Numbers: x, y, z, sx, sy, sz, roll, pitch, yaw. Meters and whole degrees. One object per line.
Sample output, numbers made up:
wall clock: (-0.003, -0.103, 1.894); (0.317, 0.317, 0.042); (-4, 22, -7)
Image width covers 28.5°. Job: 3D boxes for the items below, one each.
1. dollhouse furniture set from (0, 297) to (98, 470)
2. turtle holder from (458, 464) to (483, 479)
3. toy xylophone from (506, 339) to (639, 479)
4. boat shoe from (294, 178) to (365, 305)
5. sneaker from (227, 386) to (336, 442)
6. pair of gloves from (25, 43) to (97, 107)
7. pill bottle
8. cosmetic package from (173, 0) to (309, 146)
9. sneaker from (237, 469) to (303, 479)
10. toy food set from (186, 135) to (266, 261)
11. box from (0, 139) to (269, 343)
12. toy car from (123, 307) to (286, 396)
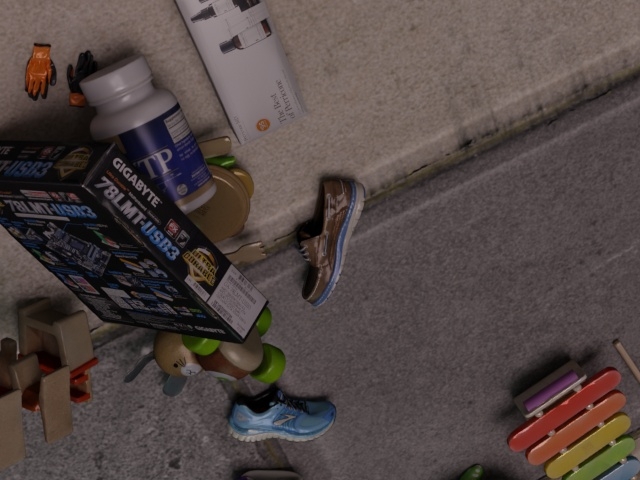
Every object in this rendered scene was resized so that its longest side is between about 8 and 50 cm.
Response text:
dollhouse furniture set: (-0.401, 0.182, 1.565); (0.259, 0.262, 0.135); (-27, 123, -49)
turtle holder: (0.239, 0.544, 2.015); (0.320, 0.227, 0.243); (-25, 126, -4)
toy xylophone: (0.439, 0.295, 2.023); (0.236, 0.081, 0.322); (-41, 125, 7)
boat shoe: (0.000, 0.000, 1.706); (0.066, 0.066, 0.183); (12, 105, -20)
sneaker: (-0.053, 0.250, 1.836); (0.162, 0.063, 0.073); (-3, 118, -18)
pair of gloves: (-0.310, -0.196, 1.504); (0.083, 0.010, 0.074); (6, 118, -23)
pill bottle: (-0.210, -0.120, 1.504); (0.112, 0.112, 0.187); (-25, 107, -3)
cosmetic package: (-0.102, -0.238, 1.521); (0.098, 0.060, 0.239); (-25, 125, -2)
sneaker: (-0.145, 0.434, 1.901); (0.282, 0.102, 0.161); (-23, 122, -17)
toy food set: (-0.148, -0.051, 1.634); (0.132, 0.038, 0.192); (-12, 124, 4)
box: (-0.250, 0.000, 1.485); (0.293, 0.295, 0.073); (50, 60, -34)
toy car: (-0.172, 0.153, 1.697); (0.188, 0.149, 0.155); (-38, 138, 21)
